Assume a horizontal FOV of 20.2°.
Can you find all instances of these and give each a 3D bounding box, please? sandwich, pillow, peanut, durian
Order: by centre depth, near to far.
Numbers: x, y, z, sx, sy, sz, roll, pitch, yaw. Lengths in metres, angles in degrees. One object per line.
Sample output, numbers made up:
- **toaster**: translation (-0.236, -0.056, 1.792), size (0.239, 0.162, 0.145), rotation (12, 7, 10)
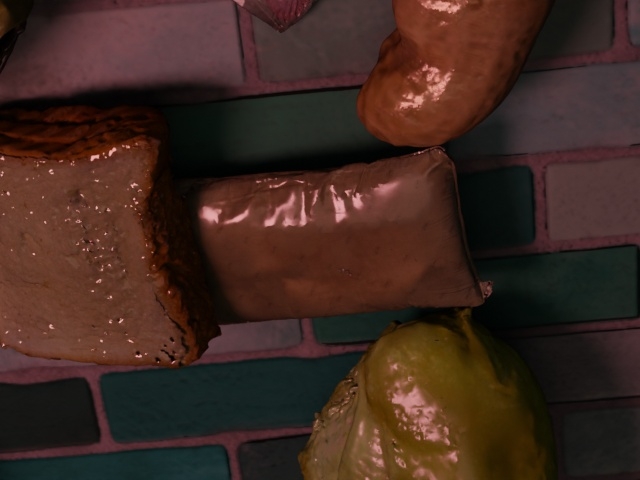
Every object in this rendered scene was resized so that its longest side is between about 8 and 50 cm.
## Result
- **peanut**: translation (0.116, -0.183, 1.532), size (0.137, 0.122, 0.253), rotation (6, 127, -20)
- **sandwich**: translation (-0.220, -0.001, 1.632), size (0.226, 0.087, 0.251), rotation (6, 125, 22)
- **pillow**: translation (0.000, 0.000, 1.662), size (0.302, 0.075, 0.185), rotation (-5, 128, 15)
- **durian**: translation (0.114, 0.226, 1.754), size (0.255, 0.204, 0.340), rotation (27, 122, -3)

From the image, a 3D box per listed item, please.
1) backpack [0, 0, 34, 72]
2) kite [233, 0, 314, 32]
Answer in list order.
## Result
- **backpack**: translation (-0.342, -0.172, 1.486), size (0.253, 0.207, 0.140), rotation (-36, 132, 12)
- **kite**: translation (0.020, -0.335, 1.490), size (0.360, 0.022, 0.204), rotation (-35, 114, 20)
